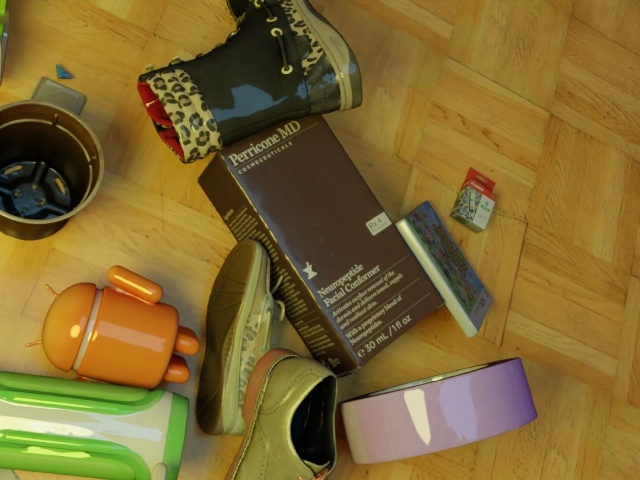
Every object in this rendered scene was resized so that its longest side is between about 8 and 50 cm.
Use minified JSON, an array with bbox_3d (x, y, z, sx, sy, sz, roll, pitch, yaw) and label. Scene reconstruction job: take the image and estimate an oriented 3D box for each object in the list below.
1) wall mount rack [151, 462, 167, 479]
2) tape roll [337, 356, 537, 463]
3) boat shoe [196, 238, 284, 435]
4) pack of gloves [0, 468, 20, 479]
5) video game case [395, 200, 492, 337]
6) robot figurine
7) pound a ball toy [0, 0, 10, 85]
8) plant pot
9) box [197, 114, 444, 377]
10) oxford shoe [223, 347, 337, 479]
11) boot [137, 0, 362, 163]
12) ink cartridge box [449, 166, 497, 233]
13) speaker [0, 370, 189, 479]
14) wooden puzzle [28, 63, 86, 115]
[{"bbox_3d":[-0.248,0.445,0.930,0.130,0.350,0.304,36,57,21],"label":"wall mount rack"},{"bbox_3d":[0.168,0.245,1.161,0.275,0.275,0.090,-10,80,-25],"label":"tape roll"},{"bbox_3d":[-0.112,0.142,1.171,0.089,0.104,0.285,14,85,-33],"label":"boat shoe"},{"bbox_3d":[-0.391,0.372,0.939,0.195,0.046,0.232,51,26,-3],"label":"pack of gloves"},{"bbox_3d":[0.208,0.040,1.315,0.212,0.023,0.193,57,22,1],"label":"video game case"},{"bbox_3d":[-0.277,0.129,1.086,0.219,0.158,0.128,18,42,-18],"label":"robot figurine"},{"bbox_3d":[-0.589,-0.262,1.051,0.319,0.136,0.208,5,57,-20],"label":"pound a ball toy"},{"bbox_3d":[-0.390,-0.079,1.076,0.167,0.165,0.167,7,72,-22],"label":"plant pot"},{"bbox_3d":[0.000,0.000,1.239,0.191,0.143,0.381,-34,88,-26],"label":"box"},{"bbox_3d":[-0.051,0.329,1.090,0.123,0.130,0.348,6,90,-40],"label":"oxford shoe"},{"bbox_3d":[-0.140,-0.271,1.206,0.284,0.138,0.377,-26,51,-15],"label":"boot"},{"bbox_3d":[0.283,-0.077,1.443,0.063,0.029,0.115,31,65,-12],"label":"ink cartridge box"},{"bbox_3d":[-0.323,0.236,1.012,0.296,0.131,0.131,9,71,-10],"label":"speaker"},{"bbox_3d":[-0.398,-0.201,1.195,0.078,0.014,0.116,32,65,-17],"label":"wooden puzzle"}]
